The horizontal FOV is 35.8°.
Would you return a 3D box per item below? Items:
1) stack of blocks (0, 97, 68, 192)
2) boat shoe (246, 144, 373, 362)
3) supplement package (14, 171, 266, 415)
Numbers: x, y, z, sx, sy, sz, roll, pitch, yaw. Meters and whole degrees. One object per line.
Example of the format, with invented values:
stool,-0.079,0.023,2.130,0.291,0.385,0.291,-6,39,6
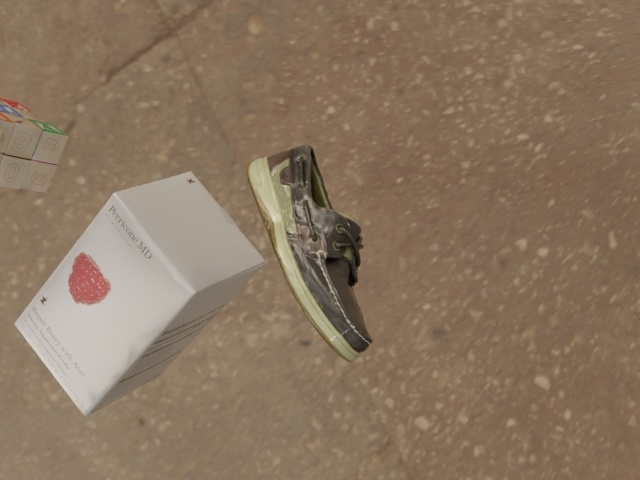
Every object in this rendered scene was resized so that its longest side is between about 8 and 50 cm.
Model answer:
stack of blocks,-0.465,-0.134,1.218,0.171,0.297,0.087,33,103,35
boat shoe,0.000,0.000,0.867,0.073,0.080,0.224,-31,54,7
supplement package,-0.254,0.072,1.382,0.177,0.175,0.293,49,121,10
